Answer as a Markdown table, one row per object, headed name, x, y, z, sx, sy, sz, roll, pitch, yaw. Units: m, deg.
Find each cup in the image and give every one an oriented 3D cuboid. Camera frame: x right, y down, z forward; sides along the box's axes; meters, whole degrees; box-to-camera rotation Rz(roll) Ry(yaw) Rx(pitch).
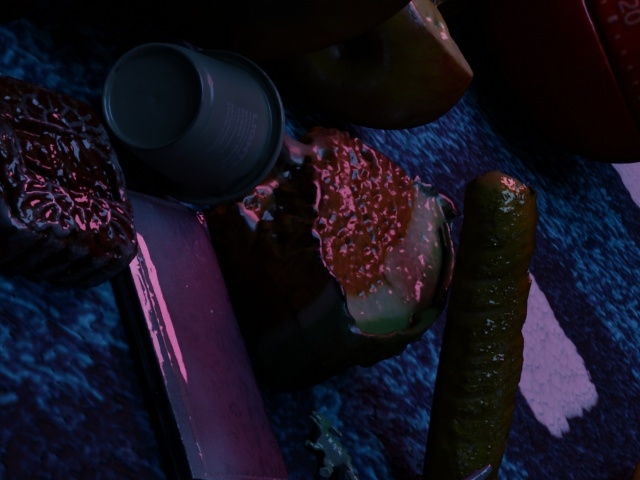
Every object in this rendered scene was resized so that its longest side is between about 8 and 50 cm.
| name | x | y | z | sx | sy | sz | roll | pitch | yaw |
| --- | --- | --- | --- | --- | --- | --- | --- | --- | --- |
| cup | -0.097 | -0.088 | 1.225 | 0.120 | 0.120 | 0.141 | 64 | 12 | 10 |

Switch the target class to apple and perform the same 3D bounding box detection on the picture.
| name | x | y | z | sx | sy | sz | roll | pitch | yaw |
| --- | --- | --- | --- | --- | --- | --- | --- | --- | --- |
| apple | 0.047 | -0.188 | 1.556 | 0.195 | 0.160 | 0.173 | 59 | 30 | -2 |

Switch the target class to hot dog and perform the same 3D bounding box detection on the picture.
| name | x | y | z | sx | sy | sz | roll | pitch | yaw |
| --- | --- | --- | --- | --- | --- | --- | --- | --- | --- |
| hot dog | 0.129 | 0.087 | 1.344 | 0.083 | 0.068 | 0.289 | -31 | 131 | -70 |

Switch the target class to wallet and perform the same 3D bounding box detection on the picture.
| name | x | y | z | sx | sy | sz | roll | pitch | yaw |
| --- | --- | --- | --- | --- | --- | --- | --- | --- | --- |
| wallet | -0.091 | 0.070 | 1.199 | 0.119 | 0.025 | 0.232 | 16 | 49 | -53 |

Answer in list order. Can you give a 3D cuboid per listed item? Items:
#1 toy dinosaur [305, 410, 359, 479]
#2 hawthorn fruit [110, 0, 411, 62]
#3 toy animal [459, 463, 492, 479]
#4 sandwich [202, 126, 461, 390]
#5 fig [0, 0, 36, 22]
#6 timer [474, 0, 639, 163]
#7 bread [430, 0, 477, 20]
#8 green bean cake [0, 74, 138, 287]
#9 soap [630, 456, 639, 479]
| name | x | y | z | sx | sy | sz | roll | pitch | yaw |
| --- | --- | --- | --- | --- | --- | --- | --- | --- | --- |
| toy dinosaur | 0.015 | 0.166 | 1.288 | 0.083 | 0.021 | 0.062 | 48 | 15 | -17 |
| hawthorn fruit | -0.054 | -0.370 | 1.291 | 0.472 | 0.472 | 0.471 | 41 | 31 | -32 |
| toy animal | 0.112 | 0.277 | 1.261 | 0.367 | 0.081 | 0.205 | 6 | 68 | -58 |
| sandwich | 0.005 | 0.012 | 1.346 | 0.212 | 0.109 | 0.292 | 41 | 28 | -20 |
| fig | -0.249 | -0.205 | 1.168 | 0.125 | 0.089 | 0.089 | 21 | 41 | -24 |
| timer | 0.339 | -0.275 | 1.997 | 0.378 | 0.279 | 0.378 | 60 | 15 | -27 |
| bread | 0.131 | -0.297 | 1.920 | 0.083 | 0.077 | 0.070 | 65 | 16 | 14 |
| green bean cake | -0.186 | -0.041 | 1.118 | 0.135 | 0.056 | 0.135 | 17 | 48 | -55 |
| soap | 0.388 | 0.366 | 1.616 | 0.306 | 0.115 | 0.427 | 49 | 28 | -13 |
